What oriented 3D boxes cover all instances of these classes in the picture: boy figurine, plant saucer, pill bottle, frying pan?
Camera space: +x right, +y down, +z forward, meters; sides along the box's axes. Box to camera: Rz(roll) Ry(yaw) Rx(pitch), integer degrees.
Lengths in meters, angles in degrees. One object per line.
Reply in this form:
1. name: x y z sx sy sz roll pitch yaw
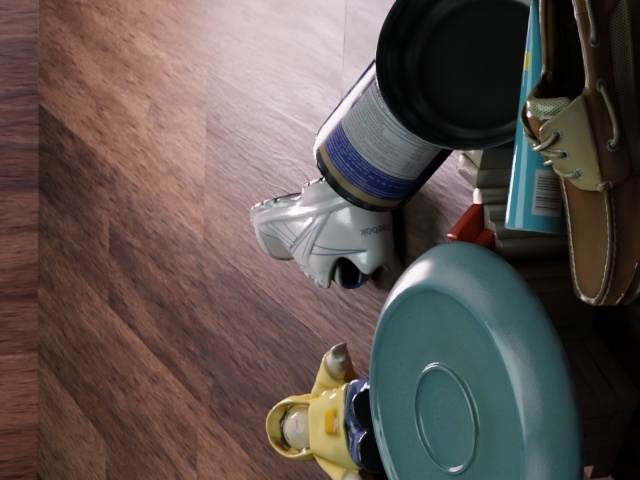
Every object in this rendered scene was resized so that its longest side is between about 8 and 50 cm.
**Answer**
1. boy figurine: 0.023 0.207 2.305 0.285 0.092 0.177 174 89 -66
2. plant saucer: 0.127 0.161 1.810 0.317 0.043 0.317 25 120 55
3. pill bottle: 0.094 -0.135 1.996 0.219 0.123 0.123 -50 46 42
4. frying pan: 0.119 -0.224 1.870 0.326 0.197 0.053 62 -169 25

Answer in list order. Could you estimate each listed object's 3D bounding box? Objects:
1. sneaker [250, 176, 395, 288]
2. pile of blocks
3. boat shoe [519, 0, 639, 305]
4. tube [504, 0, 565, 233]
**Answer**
1. sneaker: 0.000 0.000 2.312 0.297 0.111 0.129 158 101 -69
2. pile of blocks: 0.178 0.050 1.848 0.149 0.112 0.362 122 140 -56
3. boat shoe: 0.226 -0.107 1.687 0.122 0.120 0.324 -159 67 -67
4. tube: 0.201 -0.110 1.758 0.052 0.080 0.207 9 93 40
